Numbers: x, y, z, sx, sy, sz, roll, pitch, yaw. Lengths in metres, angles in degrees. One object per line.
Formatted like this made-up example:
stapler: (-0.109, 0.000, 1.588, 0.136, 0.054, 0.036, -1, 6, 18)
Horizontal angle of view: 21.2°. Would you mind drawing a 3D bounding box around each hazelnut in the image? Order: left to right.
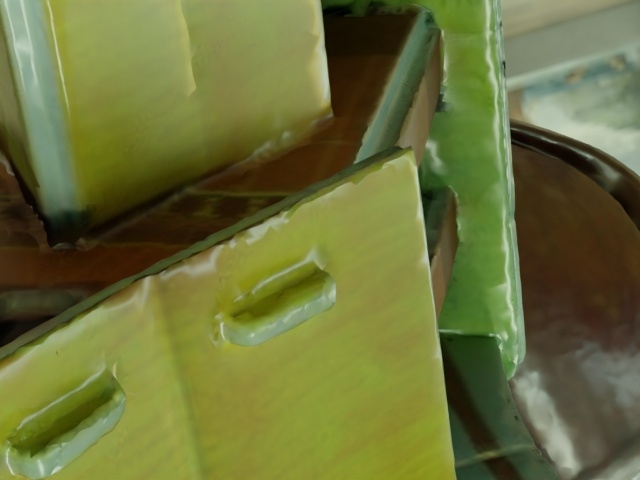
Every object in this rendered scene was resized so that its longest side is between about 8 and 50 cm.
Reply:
hazelnut: (0.082, 0.049, 0.849, 0.218, 0.218, 0.234, -16, 162, -7)

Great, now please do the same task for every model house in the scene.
model house: (0.000, 0.000, 0.520, 0.340, 0.300, 0.323, 0, -151, 14)
